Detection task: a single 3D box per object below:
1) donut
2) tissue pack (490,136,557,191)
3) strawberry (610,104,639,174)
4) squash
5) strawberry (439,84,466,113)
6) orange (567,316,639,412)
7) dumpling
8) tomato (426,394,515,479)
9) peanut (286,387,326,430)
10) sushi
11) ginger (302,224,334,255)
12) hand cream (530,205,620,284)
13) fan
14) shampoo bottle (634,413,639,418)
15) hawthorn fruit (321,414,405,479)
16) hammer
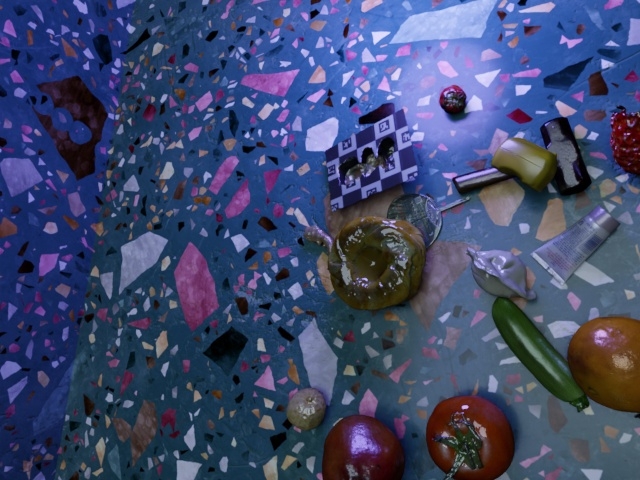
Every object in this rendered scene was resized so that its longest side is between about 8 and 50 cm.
[{"bbox_3d":[0.201,0.075,1.706,0.361,0.170,0.360,-2,85,29],"label":"donut"},{"bbox_3d":[0.633,-0.243,1.488,0.178,0.123,0.127,39,111,34],"label":"tissue pack"},{"bbox_3d":[0.942,-0.279,1.394,0.234,0.234,0.177,18,103,29],"label":"strawberry"},{"bbox_3d":[0.652,0.339,1.460,0.107,0.107,0.395,-41,66,14],"label":"squash"},{"bbox_3d":[0.477,-0.510,1.739,0.106,0.106,0.106,-6,77,26],"label":"strawberry"},{"bbox_3d":[0.806,0.331,1.298,0.261,0.261,0.260,-6,77,26],"label":"orange"},{"bbox_3d":[0.556,0.101,1.507,0.258,0.193,0.147,41,103,25],"label":"dumpling"},{"bbox_3d":[0.444,0.589,1.442,0.256,0.224,0.255,-3,82,25],"label":"tomato"},{"bbox_3d":[-0.050,0.610,1.752,0.141,0.109,0.159,27,96,15],"label":"peanut"},{"bbox_3d":[0.204,-0.279,1.831,0.373,0.100,0.296,-23,60,32],"label":"sushi"},{"bbox_3d":[0.003,-0.002,1.889,0.173,0.051,0.069,39,101,30],"label":"ginger"},{"bbox_3d":[0.791,0.011,1.483,0.248,0.083,0.133,-47,62,23],"label":"hand cream"},{"bbox_3d":[0.362,-0.103,1.752,0.223,0.012,0.294,44,100,28],"label":"fan"},{"bbox_3d":[0.925,0.541,1.322,0.048,0.027,0.137,-35,66,14],"label":"shampoo bottle"},{"bbox_3d":[0.133,0.727,1.543,0.295,0.295,0.311,-27,26,20],"label":"hawthorn fruit"},{"bbox_3d":[0.641,-0.234,1.596,0.409,0.095,0.242,-15,73,26],"label":"hammer"}]
